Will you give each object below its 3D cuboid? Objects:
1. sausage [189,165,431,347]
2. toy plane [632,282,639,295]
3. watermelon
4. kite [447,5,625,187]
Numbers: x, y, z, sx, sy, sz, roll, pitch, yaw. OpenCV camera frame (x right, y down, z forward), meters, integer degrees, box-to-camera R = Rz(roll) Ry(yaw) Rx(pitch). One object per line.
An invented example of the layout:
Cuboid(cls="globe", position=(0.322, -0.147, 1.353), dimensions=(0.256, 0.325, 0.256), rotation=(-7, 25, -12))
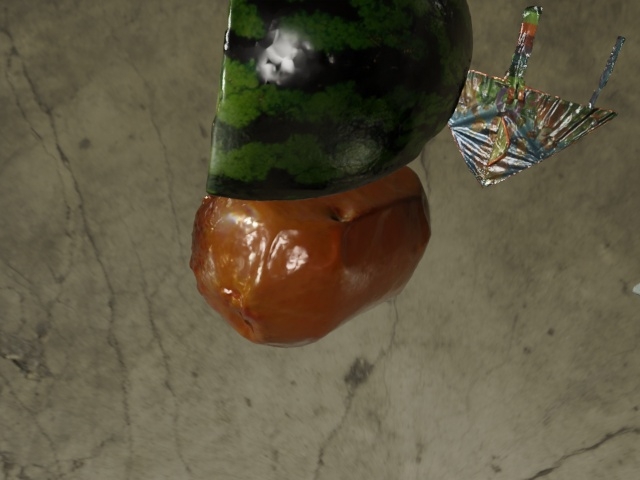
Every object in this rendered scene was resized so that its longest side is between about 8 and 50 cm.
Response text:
Cuboid(cls="sausage", position=(0.001, -0.001, 0.952), dimensions=(0.153, 0.268, 0.141), rotation=(37, 120, 23))
Cuboid(cls="toy plane", position=(0.422, -0.018, 1.288), dimensions=(0.107, 0.182, 0.273), rotation=(21, 76, 16))
Cuboid(cls="watermelon", position=(0.001, -0.101, 0.605), dimensions=(0.137, 0.193, 0.145), rotation=(-22, 39, 35))
Cuboid(cls="kite", position=(0.157, -0.119, 0.896), dimensions=(0.183, 0.010, 0.160), rotation=(22, 107, 24))
